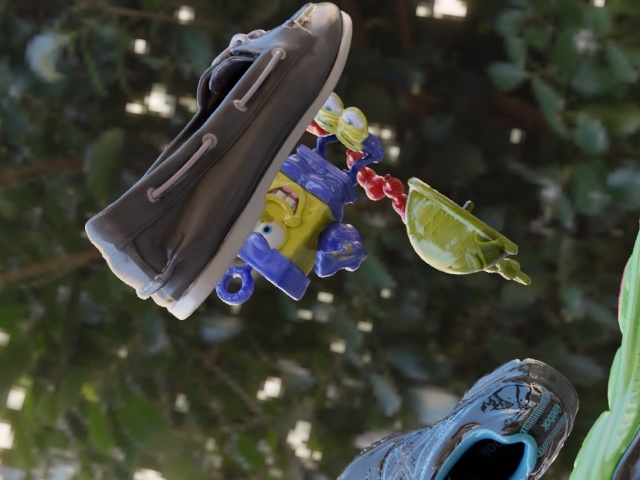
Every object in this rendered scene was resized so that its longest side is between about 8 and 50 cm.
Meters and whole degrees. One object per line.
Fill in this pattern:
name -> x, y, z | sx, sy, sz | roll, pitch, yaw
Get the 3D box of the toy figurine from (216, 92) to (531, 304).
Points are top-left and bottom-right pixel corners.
toy figurine -> 0.000, 0.000, 1.771 | 0.217, 0.362, 0.191 | -48, -27, -9

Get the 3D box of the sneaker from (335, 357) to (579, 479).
sneaker -> 0.102, 0.247, 1.770 | 0.341, 0.125, 0.139 | -45, 3, 26

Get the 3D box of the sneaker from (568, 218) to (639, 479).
sneaker -> 0.321, 0.118, 1.364 | 0.185, 0.202, 0.483 | 66, -145, -45

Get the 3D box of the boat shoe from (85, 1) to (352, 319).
boat shoe -> -0.066, -0.088, 1.310 | 0.112, 0.095, 0.335 | -40, 18, 44
